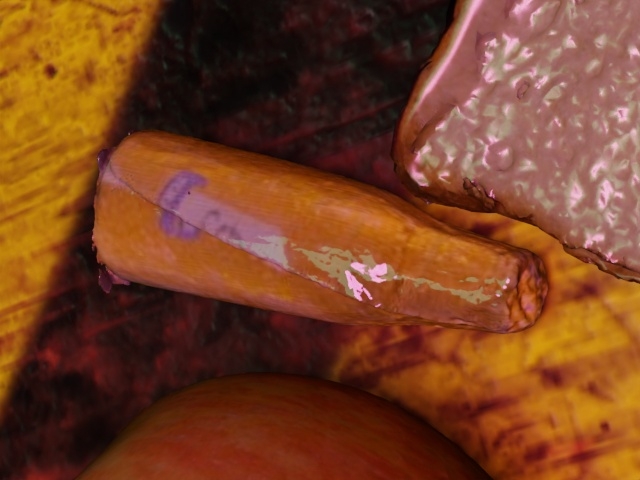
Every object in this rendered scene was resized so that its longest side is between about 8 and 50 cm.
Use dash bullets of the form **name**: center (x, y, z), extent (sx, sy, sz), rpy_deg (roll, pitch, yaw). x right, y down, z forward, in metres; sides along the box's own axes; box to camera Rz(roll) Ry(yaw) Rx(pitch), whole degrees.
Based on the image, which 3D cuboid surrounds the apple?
- **apple**: center (-0.013, 0.191, 0.780), extent (0.264, 0.264, 0.264), rpy_deg (1, 91, 31)

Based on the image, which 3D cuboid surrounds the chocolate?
- **chocolate**: center (0.000, 0.000, 0.870), extent (0.219, 0.085, 0.086), rpy_deg (11, 97, 27)

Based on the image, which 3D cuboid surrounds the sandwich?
- **sandwich**: center (0.177, -0.072, 0.750), extent (0.251, 0.087, 0.226), rpy_deg (27, 104, 26)
